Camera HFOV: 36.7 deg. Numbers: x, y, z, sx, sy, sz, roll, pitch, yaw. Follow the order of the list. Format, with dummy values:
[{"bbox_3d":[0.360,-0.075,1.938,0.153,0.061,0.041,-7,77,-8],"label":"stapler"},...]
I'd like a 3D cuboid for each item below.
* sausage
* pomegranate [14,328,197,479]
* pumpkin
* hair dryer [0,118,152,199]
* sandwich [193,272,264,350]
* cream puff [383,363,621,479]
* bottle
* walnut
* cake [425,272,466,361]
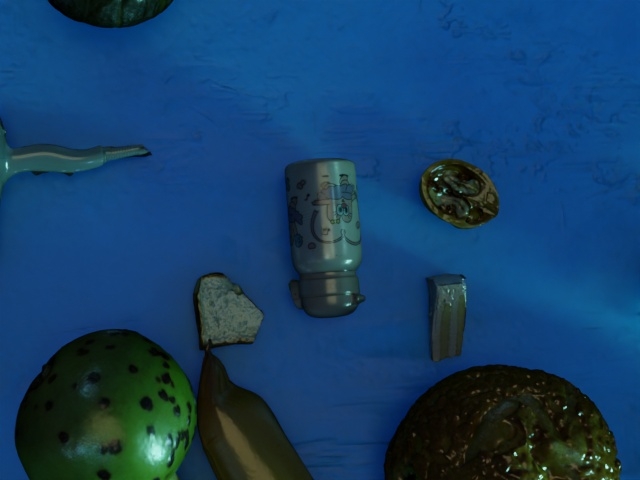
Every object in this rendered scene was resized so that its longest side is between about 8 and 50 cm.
[{"bbox_3d":[-0.084,0.282,1.244,0.112,0.112,0.328,-30,89,-11],"label":"sausage"},{"bbox_3d":[-0.242,0.242,1.196,0.231,0.231,0.286,-42,131,-11],"label":"pomegranate"},{"bbox_3d":[-0.278,-0.387,1.263,0.224,0.157,0.223,4,79,-19],"label":"pumpkin"},{"bbox_3d":[-0.378,-0.051,1.260,0.267,0.092,0.229,17,89,-16],"label":"hair dryer"},{"bbox_3d":[-0.124,0.092,1.294,0.093,0.036,0.104,-10,84,-9],"label":"sandwich"},{"bbox_3d":[0.243,0.299,1.240,0.303,0.212,0.303,2,80,-12],"label":"cream puff"},{"bbox_3d":[0.000,0.000,1.295,0.110,0.097,0.209,-6,84,23],"label":"bottle"},{"bbox_3d":[0.189,-0.062,1.350,0.121,0.052,0.091,28,79,-7],"label":"walnut"},{"bbox_3d":[0.175,0.106,1.343,0.052,0.065,0.121,-3,107,-9],"label":"cake"}]
